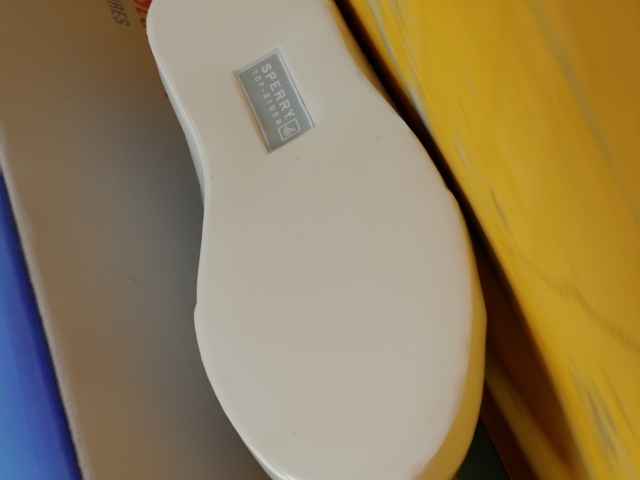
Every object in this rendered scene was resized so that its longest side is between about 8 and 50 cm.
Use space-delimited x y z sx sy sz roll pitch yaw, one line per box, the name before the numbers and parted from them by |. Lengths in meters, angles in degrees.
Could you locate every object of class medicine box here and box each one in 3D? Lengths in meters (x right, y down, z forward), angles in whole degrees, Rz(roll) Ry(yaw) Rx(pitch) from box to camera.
medicine box | -0.096 0.098 0.549 0.289 0.149 0.263 -55 40 30

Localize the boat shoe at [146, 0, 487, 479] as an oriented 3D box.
boat shoe | 0.000 0.000 0.438 0.063 0.066 0.184 56 -175 -45
